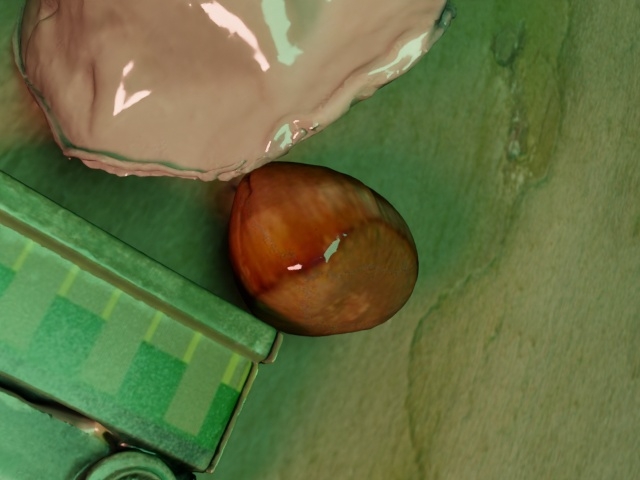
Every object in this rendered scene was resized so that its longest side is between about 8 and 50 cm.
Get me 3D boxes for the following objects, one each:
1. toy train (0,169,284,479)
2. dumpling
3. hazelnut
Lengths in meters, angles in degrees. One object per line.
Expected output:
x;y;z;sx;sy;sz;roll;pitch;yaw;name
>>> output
-0.182;0.082;0.484;0.301;0.120;0.202;33;64;-23;toy train
-0.096;-0.175;0.504;0.260;0.181;0.341;-40;82;-5;dumpling
0.000;0.000;0.594;0.150;0.150;0.150;5;81;-31;hazelnut
